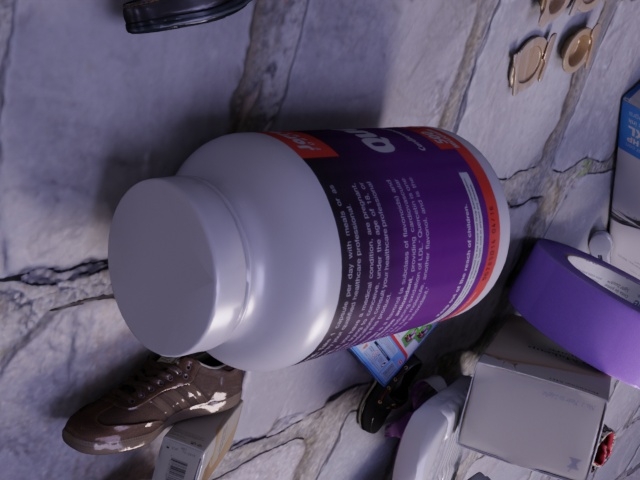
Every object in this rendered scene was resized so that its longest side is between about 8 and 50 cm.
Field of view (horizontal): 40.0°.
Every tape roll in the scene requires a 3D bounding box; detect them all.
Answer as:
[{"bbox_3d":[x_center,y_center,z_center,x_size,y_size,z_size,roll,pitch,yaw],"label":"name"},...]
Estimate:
[{"bbox_3d":[0.396,0.102,1.191,0.275,0.275,0.090,6,114,-52],"label":"tape roll"}]

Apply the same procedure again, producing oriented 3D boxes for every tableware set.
[{"bbox_3d":[0.269,-0.237,0.968,0.169,0.020,0.141,-24,136,-35],"label":"tableware set"}]

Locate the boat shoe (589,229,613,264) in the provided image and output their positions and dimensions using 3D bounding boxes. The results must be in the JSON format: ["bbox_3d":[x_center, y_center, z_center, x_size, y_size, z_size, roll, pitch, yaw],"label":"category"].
[{"bbox_3d":[0.447,0.008,1.389,0.035,0.035,0.100,-68,150,-29],"label":"boat shoe"}]

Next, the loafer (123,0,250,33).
[{"bbox_3d":[-0.064,-0.188,0.592,0.170,0.062,0.061,-35,120,-30],"label":"loafer"}]

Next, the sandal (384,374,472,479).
[{"bbox_3d":[0.139,0.250,1.173,0.416,0.102,0.169,35,73,-72],"label":"sandal"}]

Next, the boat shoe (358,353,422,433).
[{"bbox_3d":[0.087,0.195,1.118,0.049,0.042,0.133,-5,125,-50],"label":"boat shoe"}]

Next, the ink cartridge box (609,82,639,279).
[{"bbox_3d":[0.591,-0.112,1.329,0.285,0.166,0.395,-39,143,-19],"label":"ink cartridge box"}]

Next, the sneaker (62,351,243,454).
[{"bbox_3d":[-0.145,0.127,0.777,0.188,0.066,0.071,-13,113,-50],"label":"sneaker"}]

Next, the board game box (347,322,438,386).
[{"bbox_3d":[0.109,0.056,1.020,0.211,0.039,0.160,-47,146,-8],"label":"board game box"}]

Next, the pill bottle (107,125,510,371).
[{"bbox_3d":[0.000,0.000,0.714,0.323,0.181,0.181,-9,127,-46],"label":"pill bottle"}]

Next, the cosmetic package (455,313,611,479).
[{"bbox_3d":[0.291,0.194,1.152,0.309,0.160,0.113,-17,121,-71],"label":"cosmetic package"}]

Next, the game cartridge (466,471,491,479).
[{"bbox_3d":[0.121,0.442,1.270,0.294,0.060,0.196,-39,158,8],"label":"game cartridge"}]

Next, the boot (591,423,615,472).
[{"bbox_3d":[0.388,0.338,1.476,0.085,0.179,0.236,-32,140,-29],"label":"boot"}]

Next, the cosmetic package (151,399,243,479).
[{"bbox_3d":[-0.113,0.189,0.823,0.115,0.041,0.060,-47,155,-70],"label":"cosmetic package"}]

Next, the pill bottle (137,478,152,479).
[{"bbox_3d":[-0.120,0.419,0.907,0.224,0.224,0.392,-42,145,-16],"label":"pill bottle"}]
